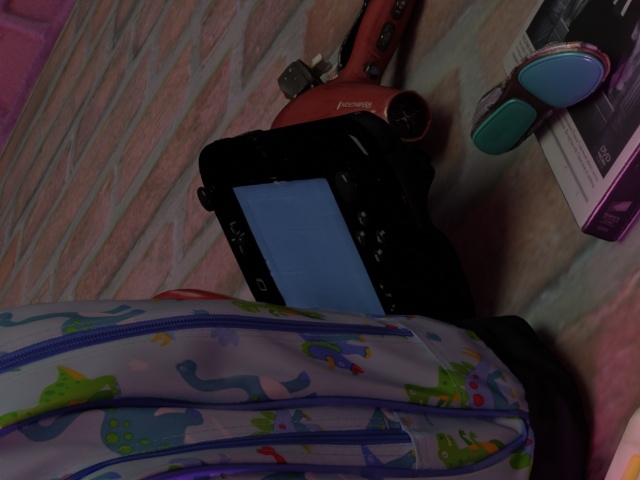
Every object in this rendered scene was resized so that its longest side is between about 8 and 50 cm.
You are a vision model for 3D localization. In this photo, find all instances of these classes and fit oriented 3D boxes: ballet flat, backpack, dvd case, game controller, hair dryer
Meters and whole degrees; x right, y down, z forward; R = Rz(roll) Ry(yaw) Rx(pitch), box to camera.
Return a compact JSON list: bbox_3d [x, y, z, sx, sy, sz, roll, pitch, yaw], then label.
[{"bbox_3d":[0.120,-0.087,0.757,0.114,0.041,0.041,-40,38,55],"label":"ballet flat"},{"bbox_3d":[-0.063,0.159,0.658,0.290,0.355,0.273,-66,23,15],"label":"backpack"},{"bbox_3d":[0.184,-0.143,0.729,0.179,0.030,0.238,-102,34,-52],"label":"dvd case"},{"bbox_3d":[0.000,0.000,0.943,0.319,0.067,0.166,0,107,67],"label":"game controller"},{"bbox_3d":[0.025,-0.143,1.060,0.223,0.080,0.293,-61,24,27],"label":"hair dryer"}]

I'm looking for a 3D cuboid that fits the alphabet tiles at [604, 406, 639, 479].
[{"bbox_3d":[0.196,0.108,0.514,0.278,0.021,0.284,-69,21,10],"label":"alphabet tiles"}]

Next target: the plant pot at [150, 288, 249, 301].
[{"bbox_3d":[-0.062,0.134,0.915,0.191,0.191,0.174,-12,58,67],"label":"plant pot"}]
